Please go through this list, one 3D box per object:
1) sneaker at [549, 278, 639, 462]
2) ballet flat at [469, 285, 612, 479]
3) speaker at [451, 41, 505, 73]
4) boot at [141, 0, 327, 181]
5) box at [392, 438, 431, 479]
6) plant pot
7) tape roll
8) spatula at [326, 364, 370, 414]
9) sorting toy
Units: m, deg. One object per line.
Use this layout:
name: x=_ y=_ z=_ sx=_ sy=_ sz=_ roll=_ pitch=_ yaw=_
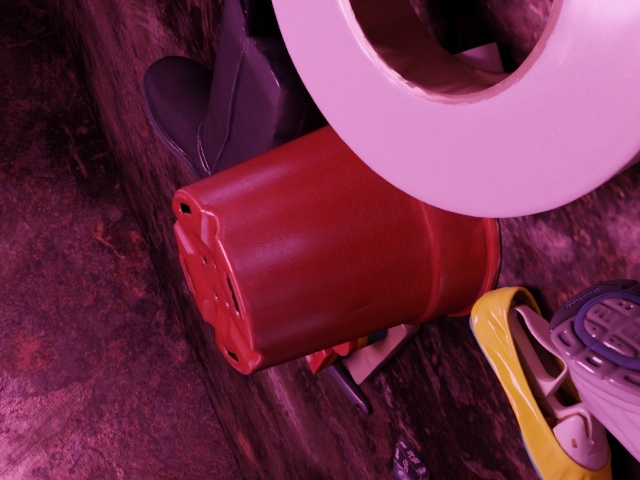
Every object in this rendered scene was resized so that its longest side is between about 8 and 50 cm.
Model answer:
sneaker: x=0.287 y=0.142 z=0.523 sx=0.297 sy=0.111 sz=0.129 roll=47 pitch=167 yaw=49
ballet flat: x=0.215 y=0.145 z=0.710 sx=0.077 sy=0.077 sz=0.231 roll=-46 pitch=64 yaw=49
speaker: x=0.145 y=-0.101 z=0.672 sx=0.055 sy=0.055 sz=0.136 roll=3 pitch=111 yaw=67
boot: x=-0.133 y=-0.232 z=1.089 sx=0.367 sy=0.146 sz=0.445 roll=55 pitch=159 yaw=13
box: x=0.135 y=0.347 z=1.146 sx=0.067 sy=0.018 sz=0.083 roll=50 pitch=152 yaw=39
plant pot: x=0.000 y=0.000 z=0.822 sx=0.272 sy=0.265 sz=0.273 roll=50 pitch=151 yaw=41
tape roll: x=0.099 y=-0.207 z=0.545 sx=0.392 sy=0.072 sz=0.392 roll=32 pitch=136 yaw=38
spatula: x=0.000 y=0.175 z=1.301 sx=0.296 sy=0.030 sz=0.084 roll=55 pitch=156 yaw=31
sorting toy: x=0.008 y=0.069 z=1.104 sx=0.257 sy=0.089 sz=0.255 roll=62 pitch=158 yaw=18
